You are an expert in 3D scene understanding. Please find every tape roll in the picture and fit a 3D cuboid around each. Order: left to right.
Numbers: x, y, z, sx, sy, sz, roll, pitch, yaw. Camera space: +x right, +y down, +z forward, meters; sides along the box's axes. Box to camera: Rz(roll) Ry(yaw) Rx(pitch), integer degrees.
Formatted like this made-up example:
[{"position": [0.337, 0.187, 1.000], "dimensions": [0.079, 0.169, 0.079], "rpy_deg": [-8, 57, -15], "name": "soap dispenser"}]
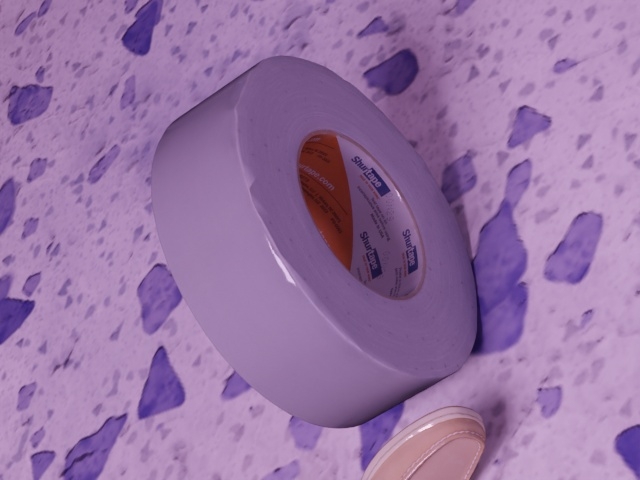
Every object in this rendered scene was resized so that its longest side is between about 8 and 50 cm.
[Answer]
[{"position": [0.000, 0.000, 1.193], "dimensions": [0.072, 0.219, 0.219], "rpy_deg": [-31, 44, 29], "name": "tape roll"}]

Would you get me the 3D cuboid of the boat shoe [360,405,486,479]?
[{"position": [0.045, 0.171, 1.154], "dimensions": [0.170, 0.063, 0.059], "rpy_deg": [-54, 38, 21], "name": "boat shoe"}]
